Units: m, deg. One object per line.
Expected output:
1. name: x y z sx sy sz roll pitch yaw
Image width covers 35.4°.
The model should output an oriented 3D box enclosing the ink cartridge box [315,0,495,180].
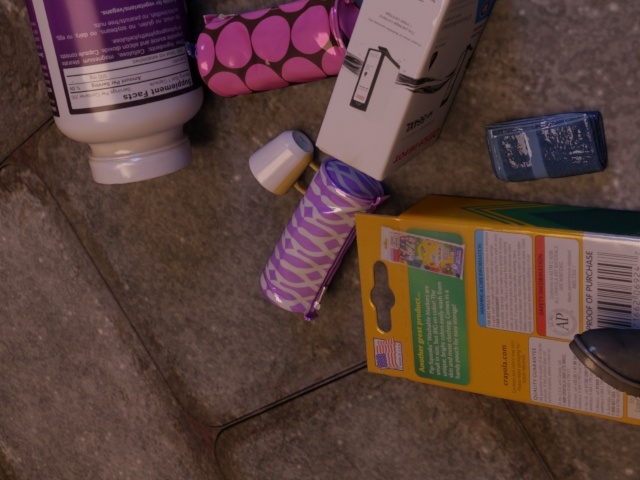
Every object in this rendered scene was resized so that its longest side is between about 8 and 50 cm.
1. ink cartridge box: 0.089 -0.180 1.009 0.086 0.148 0.203 30 124 17

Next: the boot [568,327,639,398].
1. boot: 0.350 0.051 0.913 0.189 0.076 0.208 17 115 -24

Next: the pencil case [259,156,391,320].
1. pencil case: 0.000 0.000 1.182 0.088 0.086 0.206 47 129 26

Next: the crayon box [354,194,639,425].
1. crayon box: 0.202 0.064 1.080 0.323 0.083 0.203 7 113 30

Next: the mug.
1. mug: -0.036 -0.096 1.194 0.064 0.078 0.062 -42 52 29

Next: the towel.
1. towel: 0.230 -0.095 1.028 0.119 0.029 0.067 -5 108 34

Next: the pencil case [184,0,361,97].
1. pencil case: -0.042 -0.221 1.119 0.209 0.095 0.098 -4 92 32

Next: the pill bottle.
1. pill bottle: -0.242 -0.238 1.182 0.181 0.181 0.323 2 111 33
